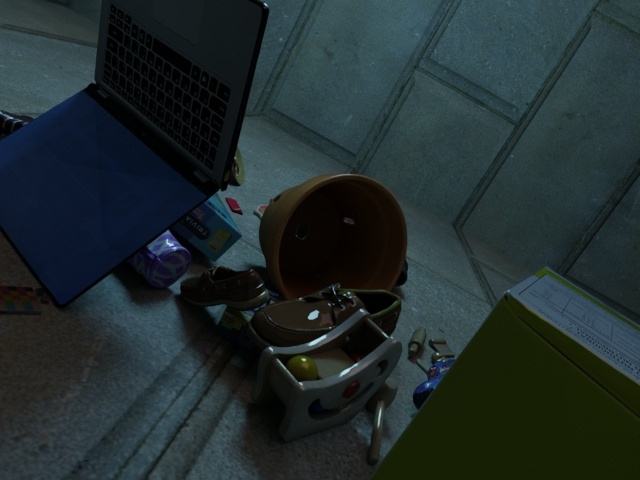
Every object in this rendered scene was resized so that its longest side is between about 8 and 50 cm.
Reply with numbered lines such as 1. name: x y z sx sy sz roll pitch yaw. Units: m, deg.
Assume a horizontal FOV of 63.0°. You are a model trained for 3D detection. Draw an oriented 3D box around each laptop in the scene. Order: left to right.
1. laptop: -0.324 -0.200 0.742 0.382 0.408 0.236 38 34 28

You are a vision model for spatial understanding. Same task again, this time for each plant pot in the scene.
1. plant pot: 0.000 0.000 1.067 0.291 0.290 0.203 19 2 -31

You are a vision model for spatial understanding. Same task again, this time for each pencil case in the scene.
1. pencil case: -0.304 -0.009 0.857 0.206 0.086 0.088 36 -8 22

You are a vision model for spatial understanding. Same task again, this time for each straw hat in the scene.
1. straw hat: -0.281 -0.230 1.593 0.061 0.144 0.144 -10 15 7

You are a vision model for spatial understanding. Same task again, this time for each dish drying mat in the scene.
1. dish drying mat: -0.228 -0.093 1.380 0.032 0.008 0.083 18 20 -31

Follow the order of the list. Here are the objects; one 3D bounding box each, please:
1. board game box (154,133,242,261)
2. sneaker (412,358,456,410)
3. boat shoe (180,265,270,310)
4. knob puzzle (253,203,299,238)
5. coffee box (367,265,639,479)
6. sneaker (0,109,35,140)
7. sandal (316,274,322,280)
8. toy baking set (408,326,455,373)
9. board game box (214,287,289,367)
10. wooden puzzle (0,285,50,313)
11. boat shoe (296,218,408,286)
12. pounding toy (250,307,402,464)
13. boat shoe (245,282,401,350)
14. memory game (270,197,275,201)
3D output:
1. board game box: -0.309 -0.128 1.050 0.254 0.079 0.336 45 3 -34
2. sneaker: 0.226 0.268 0.960 0.087 0.083 0.221 19 10 38
3. boat shoe: -0.154 0.066 0.808 0.178 0.060 0.064 0 22 38
4. knob puzzle: -0.101 -0.062 1.466 0.213 0.030 0.213 27 16 -9
5. coffee box: 0.281 0.266 0.579 0.338 0.337 0.334 37 19 23
6. sneaker: -0.510 -0.175 0.986 0.281 0.106 0.162 32 13 12
7. sandal: 0.035 0.081 1.211 0.090 0.060 0.219 17 21 -37
8. toy baking set: 0.273 0.265 1.114 0.197 0.030 0.256 34 17 16
9. board game box: -0.077 0.141 0.866 0.170 0.048 0.141 28 18 -6
10. wooden puzzle: -0.374 0.073 0.642 0.083 0.006 0.049 11 25 -48
11. boat shoe: 0.096 0.019 1.376 0.355 0.132 0.130 22 19 -22
12. pounding toy: 0.050 0.199 0.715 0.155 0.154 0.269 40 20 34
13. boat shoe: 0.016 0.115 0.830 0.307 0.104 0.111 7 30 -51
14. memory game: -0.060 -0.128 1.598 0.186 0.012 0.186 -2 8 0
